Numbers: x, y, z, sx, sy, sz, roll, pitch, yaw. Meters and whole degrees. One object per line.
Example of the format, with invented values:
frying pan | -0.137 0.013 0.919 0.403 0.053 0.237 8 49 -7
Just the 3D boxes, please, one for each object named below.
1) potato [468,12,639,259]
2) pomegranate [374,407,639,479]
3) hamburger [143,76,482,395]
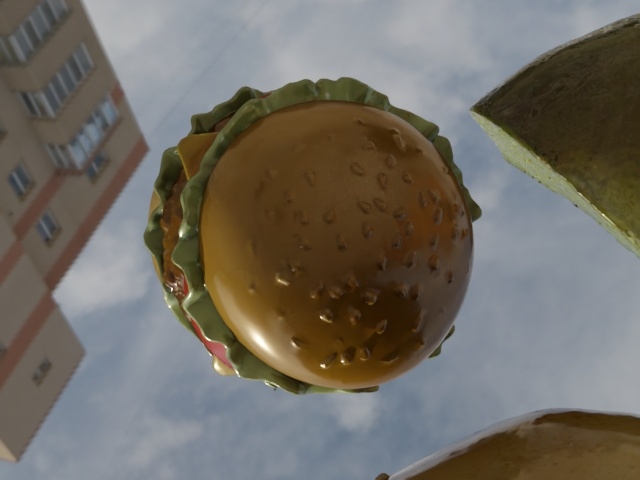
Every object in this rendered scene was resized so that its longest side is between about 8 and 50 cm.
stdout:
potato | 0.357 -0.164 1.169 0.280 0.213 0.330 -46 -136 4
pomegranate | 0.161 0.319 0.722 0.416 0.417 0.417 -9 -136 9
hamburger | 0.000 0.000 0.857 0.274 0.274 0.212 -35 -162 -17
